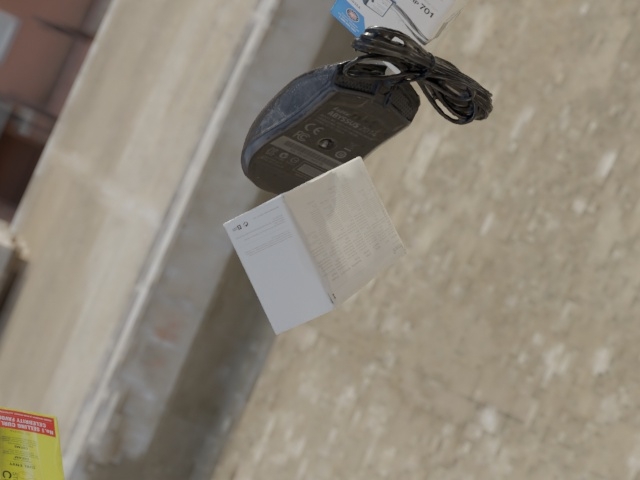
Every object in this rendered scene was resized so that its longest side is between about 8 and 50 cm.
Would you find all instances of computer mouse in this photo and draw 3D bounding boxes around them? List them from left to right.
[{"bbox_3d":[0.028,-0.136,1.718,0.272,0.188,0.072,-31,48,35],"label":"computer mouse"}]

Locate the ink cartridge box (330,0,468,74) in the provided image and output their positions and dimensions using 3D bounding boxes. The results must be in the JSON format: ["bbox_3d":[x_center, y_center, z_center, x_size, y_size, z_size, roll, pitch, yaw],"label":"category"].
[{"bbox_3d":[0.114,-0.328,2.177,0.082,0.139,0.191,-43,-7,-34],"label":"ink cartridge box"}]

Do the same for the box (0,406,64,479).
[{"bbox_3d":[-0.269,0.238,1.463,0.232,0.087,0.058,-111,39,-58],"label":"box"}]

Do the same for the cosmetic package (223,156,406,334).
[{"bbox_3d":[0.000,0.000,1.365,0.060,0.099,0.239,-27,1,19],"label":"cosmetic package"}]
